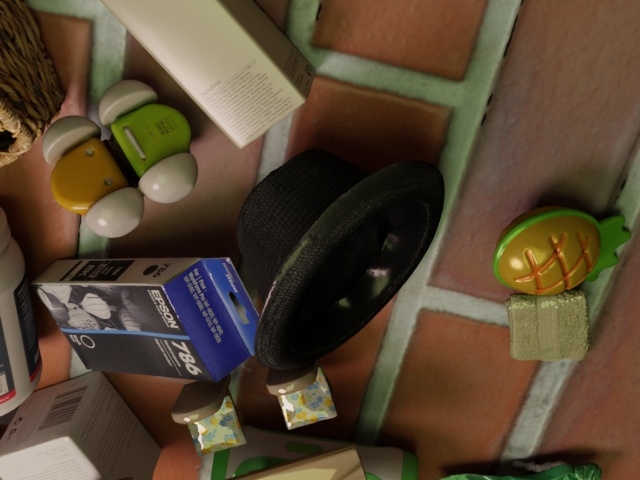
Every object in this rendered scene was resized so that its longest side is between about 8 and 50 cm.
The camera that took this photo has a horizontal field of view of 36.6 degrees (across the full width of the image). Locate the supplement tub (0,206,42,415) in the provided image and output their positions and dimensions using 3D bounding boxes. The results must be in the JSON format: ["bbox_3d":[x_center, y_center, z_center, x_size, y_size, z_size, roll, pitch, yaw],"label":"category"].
[{"bbox_3d":[-0.489,0.095,1.308,0.191,0.191,0.272,5,123,6],"label":"supplement tub"}]

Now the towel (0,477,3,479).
[{"bbox_3d":[-0.575,0.343,1.484,0.248,0.038,0.325,-19,149,20],"label":"towel"}]

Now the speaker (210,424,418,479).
[{"bbox_3d":[-0.008,0.353,1.440,0.297,0.131,0.131,8,124,4],"label":"speaker"}]

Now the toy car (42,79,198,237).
[{"bbox_3d":[-0.235,-0.091,1.184,0.182,0.136,0.159,-33,75,-1],"label":"toy car"}]

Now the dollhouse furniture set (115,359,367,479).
[{"bbox_3d":[-0.125,0.385,1.248,0.394,0.256,0.362,-17,99,4],"label":"dollhouse furniture set"}]

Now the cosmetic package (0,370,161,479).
[{"bbox_3d":[-0.364,0.326,1.462,0.151,0.151,0.183,-20,116,20],"label":"cosmetic package"}]

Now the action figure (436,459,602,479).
[{"bbox_3d":[0.307,0.372,1.439,0.232,0.063,0.137,-21,116,25],"label":"action figure"}]

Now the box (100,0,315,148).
[{"bbox_3d":[-0.136,-0.245,1.090,0.113,0.094,0.275,-32,113,25],"label":"box"}]

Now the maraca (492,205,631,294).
[{"bbox_3d":[0.297,0.012,1.192,0.186,0.099,0.127,-2,133,-21],"label":"maraca"}]

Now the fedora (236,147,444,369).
[{"bbox_3d":[0.000,0.000,1.171,0.152,0.334,0.334,45,126,22],"label":"fedora"}]

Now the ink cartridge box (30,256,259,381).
[{"bbox_3d":[-0.225,0.103,1.279,0.333,0.065,0.165,-3,124,37],"label":"ink cartridge box"}]

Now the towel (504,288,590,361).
[{"bbox_3d":[0.301,0.115,1.275,0.110,0.027,0.148,-5,139,11],"label":"towel"}]

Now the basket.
[{"bbox_3d":[-0.482,-0.151,1.129,0.299,0.223,0.213,-7,121,12],"label":"basket"}]
